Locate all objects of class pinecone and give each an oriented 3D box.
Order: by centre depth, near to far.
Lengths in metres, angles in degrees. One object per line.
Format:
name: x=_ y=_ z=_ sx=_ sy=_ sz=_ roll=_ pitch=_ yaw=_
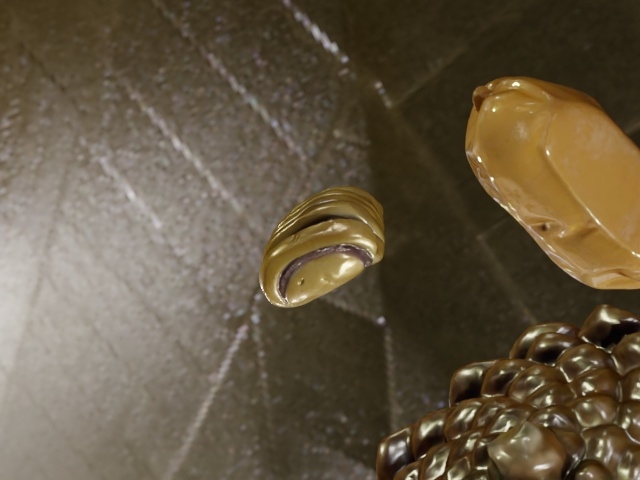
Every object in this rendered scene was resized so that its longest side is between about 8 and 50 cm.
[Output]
pinecone: x=0.155 y=0.176 z=0.705 sx=0.264 sy=0.264 sz=0.264 roll=29 pitch=134 yaw=34

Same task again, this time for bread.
bread: x=0.000 y=0.000 z=1.516 sx=0.081 sy=0.134 sz=0.225 roll=57 pitch=-174 yaw=-9

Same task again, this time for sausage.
sausage: x=0.218 y=-0.051 z=1.282 sx=0.241 sy=0.120 sz=0.136 roll=45 pitch=161 yaw=-24
